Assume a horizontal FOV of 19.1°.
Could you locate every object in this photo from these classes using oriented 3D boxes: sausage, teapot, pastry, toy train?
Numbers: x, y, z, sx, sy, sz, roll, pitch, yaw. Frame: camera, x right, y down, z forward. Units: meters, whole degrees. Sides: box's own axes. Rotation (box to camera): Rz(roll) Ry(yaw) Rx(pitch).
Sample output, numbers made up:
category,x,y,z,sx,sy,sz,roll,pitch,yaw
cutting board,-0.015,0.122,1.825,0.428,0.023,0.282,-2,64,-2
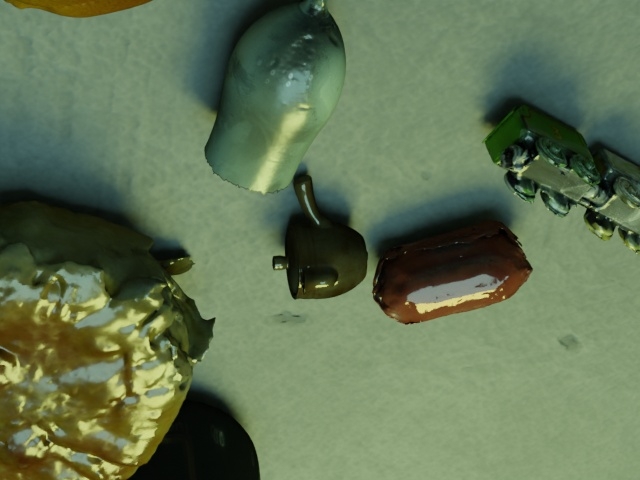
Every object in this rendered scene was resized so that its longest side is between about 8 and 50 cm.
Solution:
category,x,y,z,sx,sy,sz,roll,pitch,yaw
sausage,0.114,0.029,1.665,0.141,0.076,0.076,-17,133,2
teapot,0.000,0.000,1.615,0.080,0.085,0.110,-4,112,-11
pastry,-0.265,0.100,1.598,0.330,0.136,0.329,-5,127,-7
toy train,0.224,-0.052,1.617,0.202,0.081,0.060,22,125,-37

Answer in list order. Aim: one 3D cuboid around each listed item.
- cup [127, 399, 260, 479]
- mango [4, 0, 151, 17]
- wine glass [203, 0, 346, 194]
category,x,y,z,sx,sy,sz,roll,pitch,yaw
cup,-0.160,0.252,1.737,0.223,0.176,0.169,2,134,-15
mango,-0.159,-0.215,1.384,0.159,0.084,0.105,-11,153,25
wine glass,-0.024,-0.134,1.476,0.093,0.093,0.202,11,128,-21
